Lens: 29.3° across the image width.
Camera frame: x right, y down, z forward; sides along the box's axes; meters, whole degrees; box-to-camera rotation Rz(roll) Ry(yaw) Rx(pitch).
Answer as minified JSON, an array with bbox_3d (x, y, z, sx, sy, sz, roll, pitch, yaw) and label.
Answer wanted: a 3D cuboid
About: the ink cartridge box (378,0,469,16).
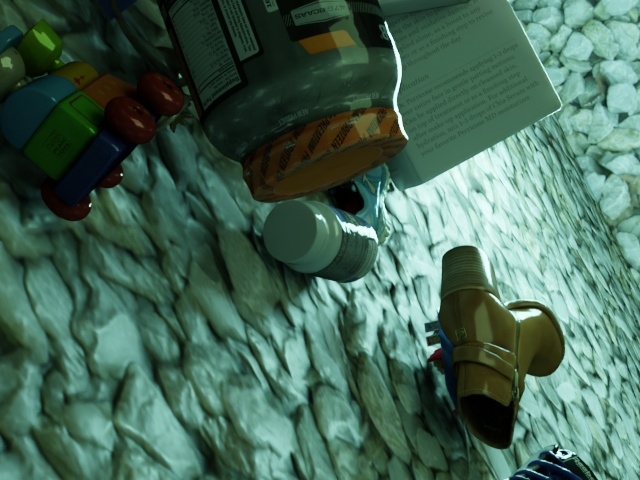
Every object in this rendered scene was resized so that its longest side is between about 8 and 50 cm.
[{"bbox_3d":[0.096,-0.411,1.538,0.100,0.172,0.237,171,-91,-83],"label":"ink cartridge box"}]

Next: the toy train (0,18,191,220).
[{"bbox_3d":[-0.194,-0.124,1.004,0.143,0.105,0.248,41,20,-7],"label":"toy train"}]

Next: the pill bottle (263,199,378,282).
[{"bbox_3d":[0.000,0.000,1.299,0.137,0.078,0.078,18,49,-62],"label":"pill bottle"}]

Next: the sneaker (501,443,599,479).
[{"bbox_3d":[0.191,0.264,1.174,0.127,0.182,0.315,40,-11,27],"label":"sneaker"}]

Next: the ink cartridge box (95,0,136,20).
[{"bbox_3d":[-0.193,-0.425,1.212,0.307,0.072,0.303,54,50,-17],"label":"ink cartridge box"}]

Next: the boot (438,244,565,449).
[{"bbox_3d":[0.236,0.161,1.527,0.283,0.109,0.220,51,29,-44],"label":"boot"}]

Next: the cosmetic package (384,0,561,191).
[{"bbox_3d":[0.110,-0.319,1.670,0.453,0.230,0.161,62,-8,-3],"label":"cosmetic package"}]

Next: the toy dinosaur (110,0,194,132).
[{"bbox_3d":[-0.153,-0.170,1.200,0.112,0.064,0.211,56,11,18],"label":"toy dinosaur"}]

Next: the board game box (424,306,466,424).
[{"bbox_3d":[0.166,0.169,1.545,0.133,0.033,0.168,48,30,-45],"label":"board game box"}]

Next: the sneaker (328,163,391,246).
[{"bbox_3d":[0.045,-0.066,1.504,0.073,0.063,0.162,39,31,-40],"label":"sneaker"}]

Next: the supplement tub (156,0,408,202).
[{"bbox_3d":[-0.045,-0.207,1.125,0.193,0.194,0.316,-1,68,-66],"label":"supplement tub"}]
